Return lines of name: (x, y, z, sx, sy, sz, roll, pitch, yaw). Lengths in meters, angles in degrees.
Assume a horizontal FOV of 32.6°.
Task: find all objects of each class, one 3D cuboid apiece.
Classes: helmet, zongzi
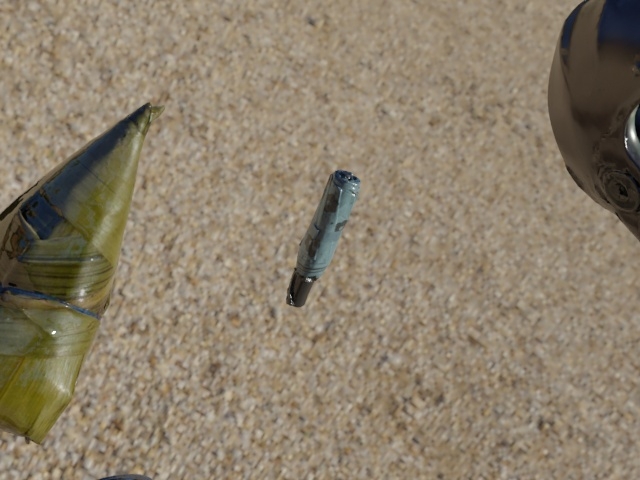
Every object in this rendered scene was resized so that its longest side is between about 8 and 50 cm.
helmet: (0.337, -0.139, 1.148, 0.225, 0.305, 0.177, -26, 37, -35)
zongzi: (-0.239, 0.002, 0.937, 0.123, 0.289, 0.260, 24, 0, -25)

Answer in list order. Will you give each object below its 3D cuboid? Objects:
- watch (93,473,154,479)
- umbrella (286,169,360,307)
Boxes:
watch: (-0.313, 0.428, 1.400, 0.274, 0.241, 0.305, -21, 16, -7)
umbrella: (0.002, 0.000, 1.740, 0.053, 0.250, 0.052, 8, 29, -24)
